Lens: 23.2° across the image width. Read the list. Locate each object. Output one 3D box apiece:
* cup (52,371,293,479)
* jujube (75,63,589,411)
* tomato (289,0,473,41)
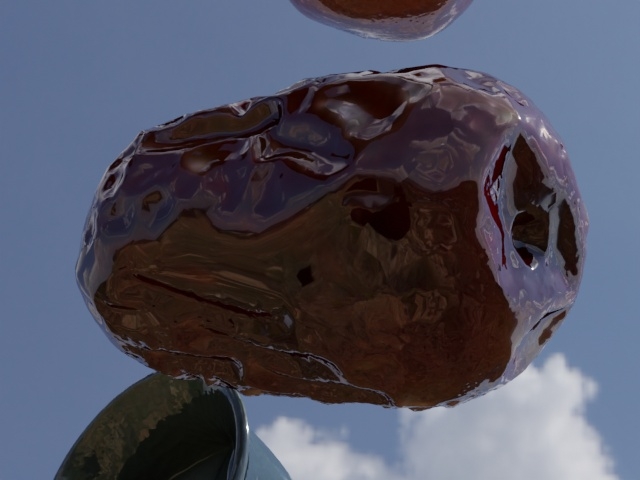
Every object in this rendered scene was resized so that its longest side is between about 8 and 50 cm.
[{"bbox_3d":[-0.081,0.209,1.091,0.199,0.199,0.150,-25,-49,31],"label":"cup"},{"bbox_3d":[0.000,0.000,0.694,0.230,0.155,0.155,1,-39,27],"label":"jujube"},{"bbox_3d":[0.049,-0.221,1.136,0.151,0.187,0.187,43,-45,5],"label":"tomato"}]
